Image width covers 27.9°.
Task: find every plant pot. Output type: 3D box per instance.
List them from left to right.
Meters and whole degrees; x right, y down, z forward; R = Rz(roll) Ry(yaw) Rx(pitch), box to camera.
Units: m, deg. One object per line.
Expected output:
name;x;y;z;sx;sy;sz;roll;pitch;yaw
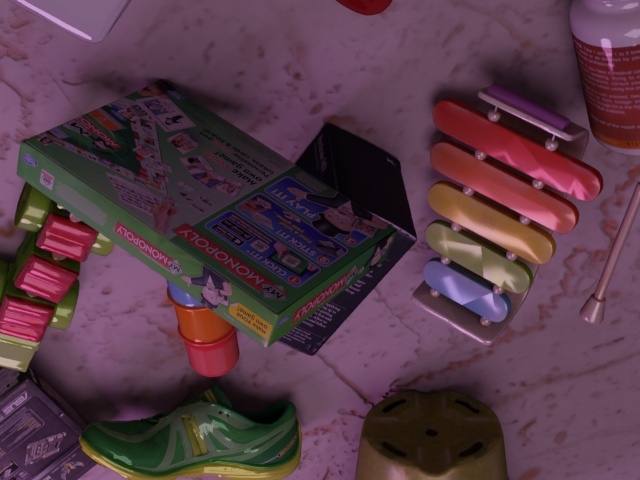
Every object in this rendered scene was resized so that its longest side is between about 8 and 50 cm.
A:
plant pot;0.146;0.347;1.697;0.276;0.276;0.253;-3;117;-4

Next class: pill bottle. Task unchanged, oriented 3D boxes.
pill bottle;0.328;-0.205;1.347;0.121;0.121;0.216;-16;129;6

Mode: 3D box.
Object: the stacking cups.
stacking cups;-0.142;0.027;1.509;0.096;0.096;0.316;-8;133;0

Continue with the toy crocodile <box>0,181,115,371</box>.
toy crocodile;-0.315;0.032;1.472;0.115;0.105;0.340;20;124;-21

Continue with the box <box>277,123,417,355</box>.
box;0.000;0.000;1.454;0.108;0.153;0.207;26;120;-23

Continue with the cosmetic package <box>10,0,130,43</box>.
cosmetic package;-0.216;-0.425;0.940;0.329;0.393;0.327;27;121;-26

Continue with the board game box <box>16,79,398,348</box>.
board game box;-0.110;-0.038;1.275;0.317;0.213;0.046;34;129;19

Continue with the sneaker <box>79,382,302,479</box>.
sneaker;-0.166;0.242;1.659;0.296;0.109;0.123;3;101;-23

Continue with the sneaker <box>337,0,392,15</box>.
sneaker;0.005;-0.282;1.246;0.087;0.128;0.221;-32;125;18

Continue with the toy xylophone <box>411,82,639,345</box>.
toy xylophone;0.227;-0.023;1.448;0.236;0.081;0.322;23;127;25

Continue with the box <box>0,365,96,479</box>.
box;-0.414;0.281;1.632;0.231;0.056;0.183;-39;131;-4
